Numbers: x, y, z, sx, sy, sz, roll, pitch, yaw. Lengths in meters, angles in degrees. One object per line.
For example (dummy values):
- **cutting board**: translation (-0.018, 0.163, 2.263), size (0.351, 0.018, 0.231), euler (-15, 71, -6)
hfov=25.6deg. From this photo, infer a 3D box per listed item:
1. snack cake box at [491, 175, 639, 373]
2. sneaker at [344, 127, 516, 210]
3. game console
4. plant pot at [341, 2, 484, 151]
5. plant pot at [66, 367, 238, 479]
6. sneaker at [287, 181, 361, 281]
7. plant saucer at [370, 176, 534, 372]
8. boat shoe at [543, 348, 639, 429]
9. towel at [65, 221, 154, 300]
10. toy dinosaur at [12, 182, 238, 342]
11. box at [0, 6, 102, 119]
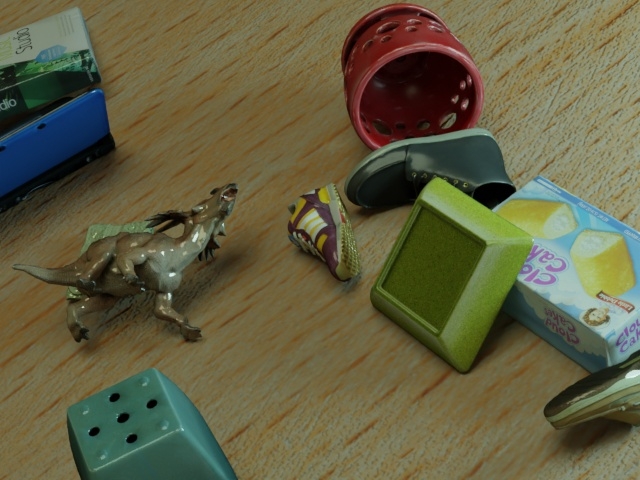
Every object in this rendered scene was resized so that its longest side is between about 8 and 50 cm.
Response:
- **snack cake box**: translation (0.307, 0.043, 1.711), size (0.152, 0.089, 0.264), euler (-35, 44, -19)
- **sneaker**: translation (0.147, -0.077, 1.901), size (0.222, 0.083, 0.118), euler (-18, 42, -2)
- **game console**: translation (-0.477, -0.152, 2.134), size (0.293, 0.173, 0.250), euler (-31, 43, -15)
- **plant pot**: translation (0.123, -0.236, 2.002), size (0.191, 0.191, 0.174), euler (-16, 39, 2)
- **plant pot**: translation (-0.176, 0.265, 1.532), size (0.165, 0.234, 0.165), euler (-25, 42, -8)
- **sneaker**: translation (0.000, 0.000, 1.890), size (0.083, 0.070, 0.185), euler (-21, 35, 9)
- **plant saucer**: translation (0.146, 0.036, 1.725), size (0.188, 0.045, 0.188), euler (36, 105, 43)
- **boat shoe**: translation (0.341, 0.176, 1.569), size (0.190, 0.072, 0.068), euler (-24, 6, -14)
- **towel**: translation (-0.295, 0.028, 1.985), size (0.110, 0.027, 0.148), euler (-4, 43, 14)
- **toy dinosaur**: translation (-0.249, 0.025, 1.887), size (0.295, 0.127, 0.200), euler (-4, 43, 8)
- **box**: translation (-0.534, -0.275, 2.350), size (0.322, 0.058, 0.232), euler (-23, 33, -3)
